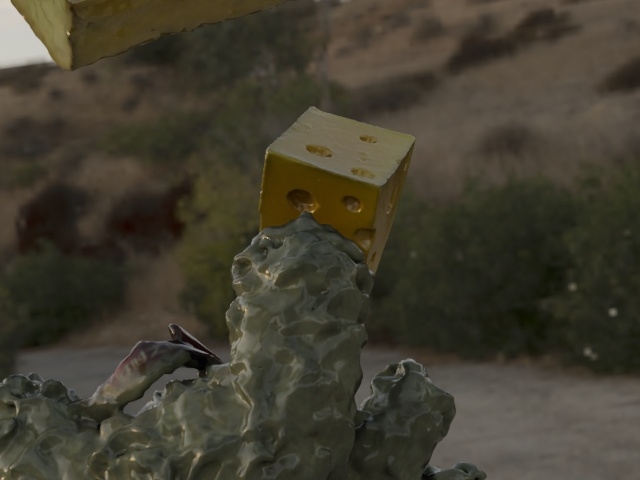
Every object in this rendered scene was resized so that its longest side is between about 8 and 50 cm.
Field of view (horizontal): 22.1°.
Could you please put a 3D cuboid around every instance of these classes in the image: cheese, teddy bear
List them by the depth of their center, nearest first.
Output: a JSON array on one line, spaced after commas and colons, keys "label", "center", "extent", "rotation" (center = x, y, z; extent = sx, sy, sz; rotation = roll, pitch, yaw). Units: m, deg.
[{"label": "teddy bear", "center": [-0.046, 0.193, 1.276], "extent": [0.357, 0.224, 0.367], "rotation": [-31, -37, 11]}, {"label": "cheese", "center": [0.000, 0.000, 1.277], "extent": [0.093, 0.171, 0.126], "rotation": [19, 25, 8]}]

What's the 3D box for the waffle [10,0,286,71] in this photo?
[{"label": "waffle", "center": [-0.105, -0.193, 0.755], "extent": [0.168, 0.274, 0.057], "rotation": [-22, -33, -29]}]
